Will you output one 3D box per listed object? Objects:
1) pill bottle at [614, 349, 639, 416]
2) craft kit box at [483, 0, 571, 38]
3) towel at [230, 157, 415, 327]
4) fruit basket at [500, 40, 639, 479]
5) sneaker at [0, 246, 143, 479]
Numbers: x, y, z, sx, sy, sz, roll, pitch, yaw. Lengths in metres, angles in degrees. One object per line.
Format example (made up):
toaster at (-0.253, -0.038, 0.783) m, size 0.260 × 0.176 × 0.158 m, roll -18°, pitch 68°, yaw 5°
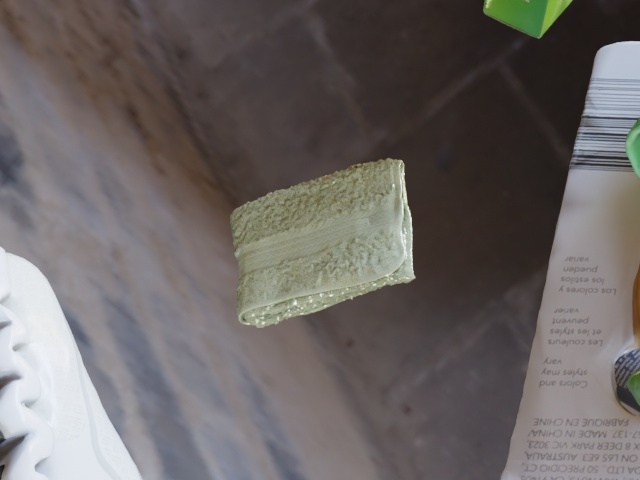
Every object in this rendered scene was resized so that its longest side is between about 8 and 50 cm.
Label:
pill bottle at (0.210, 0.103, 1.096) m, size 0.108 × 0.108 × 0.180 m, roll -50°, pitch 28°, yaw -4°
craft kit box at (0.213, -0.310, 1.352) m, size 0.061 × 0.250 × 0.246 m, roll 30°, pitch 53°, yaw 20°
towel at (0.000, 0.000, 1.416) m, size 0.148 × 0.027 × 0.110 m, roll -17°, pitch 59°, yaw 20°
fruit basket at (0.233, 0.058, 0.707) m, size 0.327 × 0.165 × 0.353 m, roll -2°, pitch 60°, yaw 27°
sneaker at (-0.085, 0.142, 0.681) m, size 0.110 × 0.118 × 0.292 m, roll -25°, pitch 76°, yaw 43°
